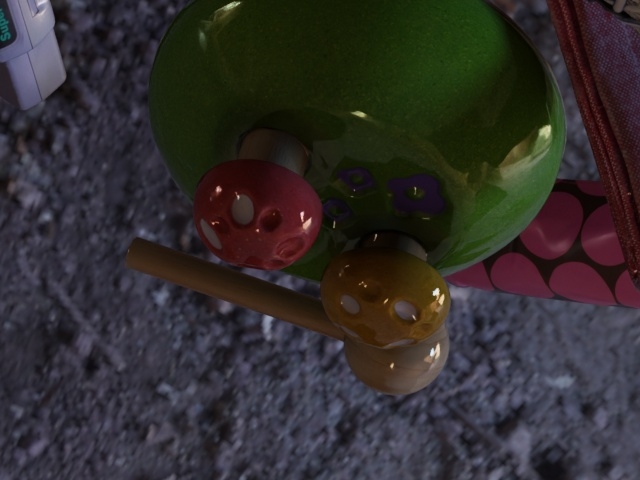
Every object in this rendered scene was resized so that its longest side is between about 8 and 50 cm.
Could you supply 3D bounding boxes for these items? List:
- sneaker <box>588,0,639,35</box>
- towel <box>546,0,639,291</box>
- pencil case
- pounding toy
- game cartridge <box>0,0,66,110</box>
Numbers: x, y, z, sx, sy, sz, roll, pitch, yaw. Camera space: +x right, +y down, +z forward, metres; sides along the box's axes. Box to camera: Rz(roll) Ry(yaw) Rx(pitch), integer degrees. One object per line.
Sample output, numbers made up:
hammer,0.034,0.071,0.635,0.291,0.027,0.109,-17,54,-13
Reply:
sneaker,0.064,-0.082,0.364,0.058,0.052,0.135,-36,103,-14
towel,0.251,-0.131,0.591,0.329,0.037,0.237,-16,84,-2
pencil case,0.177,-0.005,1.071,0.095,0.209,0.098,21,80,-49
pounding toy,0.000,0.000,0.633,0.183,0.237,0.110,17,50,-4
game cartridge,-0.284,-0.263,0.956,0.068,0.355,0.230,-36,56,-23
